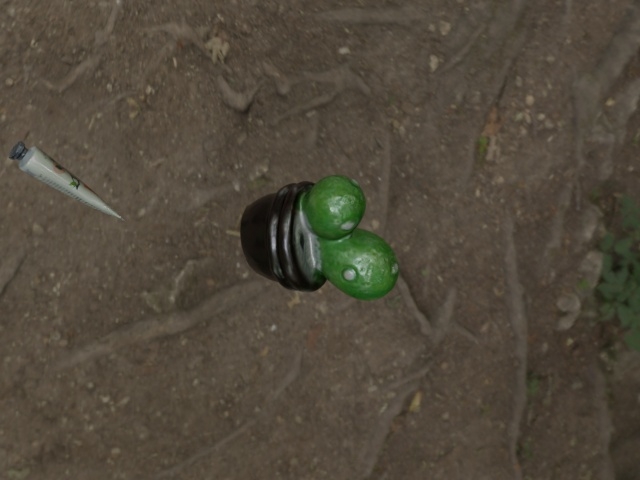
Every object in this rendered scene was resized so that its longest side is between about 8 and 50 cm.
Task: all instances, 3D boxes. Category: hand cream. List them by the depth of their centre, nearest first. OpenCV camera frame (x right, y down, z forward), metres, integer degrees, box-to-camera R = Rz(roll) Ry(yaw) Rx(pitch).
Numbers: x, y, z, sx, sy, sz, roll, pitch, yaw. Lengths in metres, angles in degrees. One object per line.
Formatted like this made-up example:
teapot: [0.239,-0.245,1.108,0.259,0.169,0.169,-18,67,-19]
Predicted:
hand cream: [-0.470,-0.105,1.208,0.234,0.080,0.050,39,84,-41]

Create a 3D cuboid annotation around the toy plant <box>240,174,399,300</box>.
toy plant: [0.000,0.000,1.025,0.235,0.175,0.218,-1,126,27]
